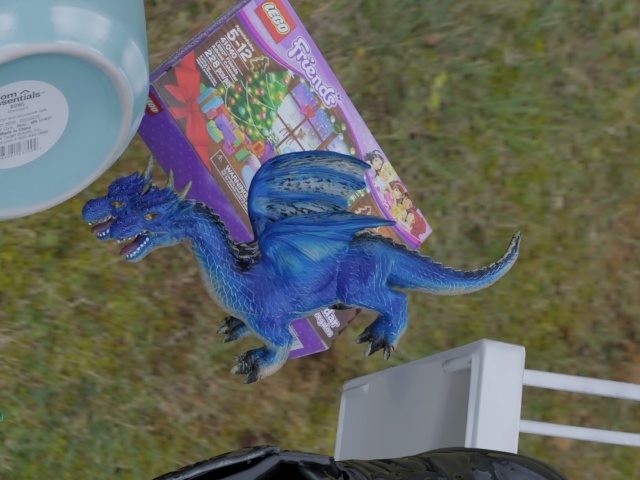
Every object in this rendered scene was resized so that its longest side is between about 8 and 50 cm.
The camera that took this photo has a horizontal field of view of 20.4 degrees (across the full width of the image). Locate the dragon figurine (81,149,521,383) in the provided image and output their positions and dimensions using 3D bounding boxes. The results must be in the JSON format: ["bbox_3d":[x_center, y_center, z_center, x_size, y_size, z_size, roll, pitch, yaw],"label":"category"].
[{"bbox_3d":[0.000,0.000,1.119,0.289,0.085,0.144,-10,124,-8],"label":"dragon figurine"}]

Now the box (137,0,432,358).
[{"bbox_3d":[-0.035,-0.067,1.647,0.293,0.057,0.201,57,47,-15],"label":"box"}]

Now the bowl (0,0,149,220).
[{"bbox_3d":[-0.262,-0.134,1.435,0.311,0.163,0.311,-20,141,-17],"label":"bowl"}]

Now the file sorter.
[{"bbox_3d":[0.101,0.201,0.762,0.173,0.193,0.277,10,78,-14],"label":"file sorter"}]

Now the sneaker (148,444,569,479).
[{"bbox_3d":[-0.002,0.076,0.429,0.170,0.089,0.051,-2,79,-15],"label":"sneaker"}]

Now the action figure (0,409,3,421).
[{"bbox_3d":[-0.367,0.175,1.584,0.232,0.063,0.137,-8,125,-58],"label":"action figure"}]
